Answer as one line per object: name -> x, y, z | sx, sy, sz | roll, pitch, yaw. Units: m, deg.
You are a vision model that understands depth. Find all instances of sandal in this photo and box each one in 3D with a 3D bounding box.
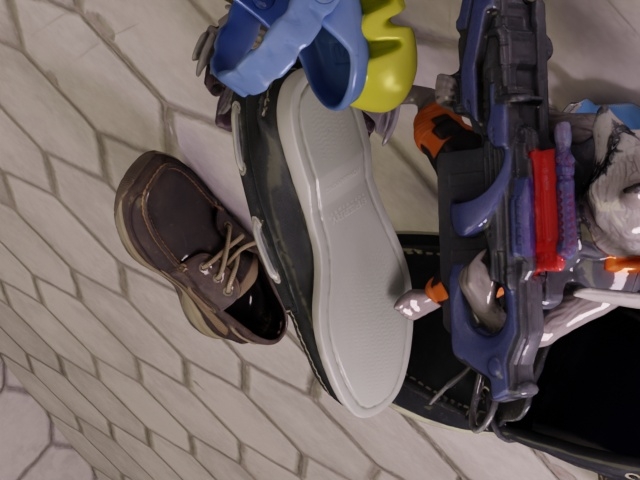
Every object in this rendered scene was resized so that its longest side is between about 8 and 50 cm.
sandal -> -0.037, -0.228, 1.054 | 0.126, 0.138, 0.317 | -3, 107, 64

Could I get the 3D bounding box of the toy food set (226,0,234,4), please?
toy food set -> -0.220, -0.302, 1.266 | 0.306, 0.092, 0.219 | 33, -177, 24

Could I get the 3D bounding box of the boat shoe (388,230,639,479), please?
boat shoe -> 0.192, 0.096, 1.284 | 0.500, 0.187, 0.156 | 22, 168, 31

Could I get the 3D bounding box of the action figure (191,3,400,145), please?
action figure -> -0.023, -0.136, 1.339 | 0.185, 0.099, 0.285 | 30, 166, -6

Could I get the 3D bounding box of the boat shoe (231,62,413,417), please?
boat shoe -> 0.000, 0.000, 1.256 | 0.091, 0.114, 0.303 | 5, 109, 45

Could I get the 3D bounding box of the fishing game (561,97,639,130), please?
fishing game -> 0.249, -0.033, 1.151 | 0.189, 0.041, 0.264 | 41, 159, -3

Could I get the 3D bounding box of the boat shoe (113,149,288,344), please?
boat shoe -> -0.126, 0.014, 1.831 | 0.130, 0.132, 0.355 | 17, 158, 30

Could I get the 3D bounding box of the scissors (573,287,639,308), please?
scissors -> 0.265, 0.051, 1.046 | 0.109, 0.297, 0.021 | -22, 70, 59

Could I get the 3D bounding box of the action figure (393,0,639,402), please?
action figure -> 0.150, -0.067, 1.095 | 0.330, 0.178, 0.341 | 12, 101, 63

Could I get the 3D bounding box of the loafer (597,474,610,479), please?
loafer -> 0.328, 0.253, 1.538 | 0.251, 0.094, 0.087 | 102, 152, -69
